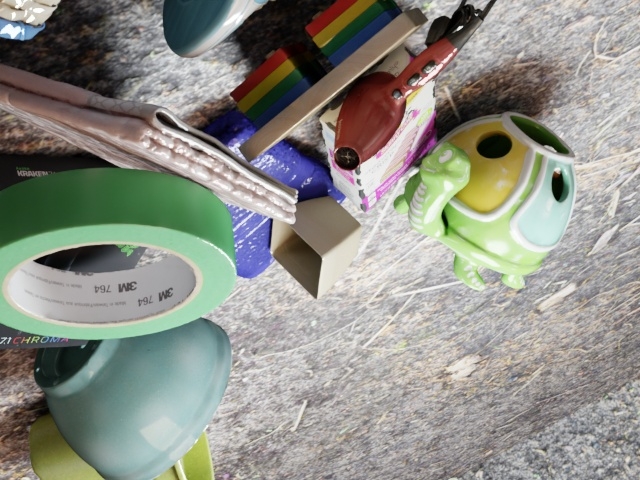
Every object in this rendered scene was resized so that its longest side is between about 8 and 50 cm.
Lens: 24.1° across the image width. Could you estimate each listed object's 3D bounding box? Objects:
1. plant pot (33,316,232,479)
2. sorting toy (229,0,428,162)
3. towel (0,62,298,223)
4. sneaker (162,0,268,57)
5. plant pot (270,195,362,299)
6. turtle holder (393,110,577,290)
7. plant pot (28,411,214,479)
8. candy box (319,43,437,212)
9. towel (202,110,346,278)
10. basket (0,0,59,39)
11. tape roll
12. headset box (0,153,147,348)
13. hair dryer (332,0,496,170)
[{"bbox_3d":[-0.306,0.196,2.262,0.293,0.293,0.196,-37,123,20],"label":"plant pot"},{"bbox_3d":[0.001,-0.224,1.870,0.255,0.089,0.257,-38,-176,12],"label":"sorting toy"},{"bbox_3d":[-0.224,-0.121,1.779,0.332,0.317,0.053,29,81,-56],"label":"towel"},{"bbox_3d":[-0.031,-0.318,1.743,0.208,0.127,0.319,6,139,-43],"label":"sneaker"},{"bbox_3d":[0.000,0.000,2.191,0.096,0.109,0.109,-32,152,-26],"label":"plant pot"},{"bbox_3d":[0.244,-0.084,2.276,0.320,0.243,0.227,23,115,-28],"label":"turtle holder"},{"bbox_3d":[-0.339,0.350,2.509,0.253,0.276,0.276,-16,152,6],"label":"plant pot"},{"bbox_3d":[0.085,-0.153,2.091,0.159,0.071,0.233,-45,161,-11],"label":"candy box"},{"bbox_3d":[-0.118,-0.067,2.158,0.227,0.076,0.308,-42,148,13],"label":"towel"},{"bbox_3d":[-0.372,-0.278,1.448,0.289,0.201,0.254,-42,151,17],"label":"basket"},{"bbox_3d":[-0.262,0.023,1.804,0.321,0.077,0.321,-6,153,-3],"label":"tape roll"},{"bbox_3d":[-0.383,0.011,1.988,0.246,0.131,0.283,2,141,-36],"label":"headset box"},{"bbox_3d":[0.100,-0.205,1.868,0.294,0.080,0.223,-55,-176,-13],"label":"hair dryer"}]
